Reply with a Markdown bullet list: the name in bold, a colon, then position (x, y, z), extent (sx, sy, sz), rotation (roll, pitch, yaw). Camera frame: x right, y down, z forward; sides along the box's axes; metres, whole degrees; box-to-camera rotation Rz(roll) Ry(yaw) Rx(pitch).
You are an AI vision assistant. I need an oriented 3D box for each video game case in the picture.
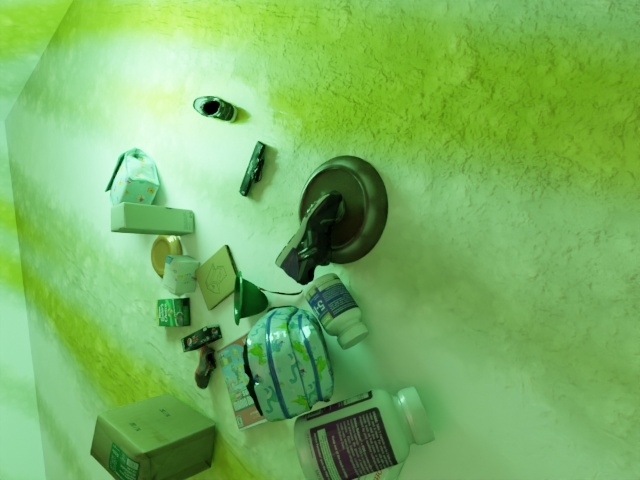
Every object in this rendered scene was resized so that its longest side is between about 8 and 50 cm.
- **video game case**: position (-0.243, 0.467, 1.441), extent (0.204, 0.025, 0.285), rotation (-33, 68, 33)

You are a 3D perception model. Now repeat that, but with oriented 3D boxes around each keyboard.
- **keyboard**: position (-0.219, -0.232, 1.451), extent (0.192, 0.038, 0.100), rotation (-67, 31, 17)

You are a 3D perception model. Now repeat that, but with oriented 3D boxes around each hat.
- **hat**: position (-0.180, 0.193, 1.406), extent (0.208, 0.183, 0.173), rotation (-130, 45, -65)

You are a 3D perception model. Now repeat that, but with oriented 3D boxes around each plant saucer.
- **plant saucer**: position (-0.633, 0.061, 1.758), extent (0.199, 0.037, 0.200), rotation (-1, 88, 39)
- **plant saucer**: position (0.044, -0.089, 1.219), extent (0.310, 0.050, 0.311), rotation (-3, 86, 39)

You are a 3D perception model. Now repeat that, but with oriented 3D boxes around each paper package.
- **paper package**: position (-0.583, 0.703, 1.521), extent (0.324, 0.309, 0.168), rotation (11, 96, 37)

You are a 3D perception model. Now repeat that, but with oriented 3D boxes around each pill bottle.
- **pill bottle**: position (0.045, 0.192, 1.165), extent (0.112, 0.112, 0.187), rotation (-48, 61, 26)
- **pill bottle**: position (0.102, 0.452, 1.013), extent (0.301, 0.169, 0.170), rotation (-20, 74, 3)

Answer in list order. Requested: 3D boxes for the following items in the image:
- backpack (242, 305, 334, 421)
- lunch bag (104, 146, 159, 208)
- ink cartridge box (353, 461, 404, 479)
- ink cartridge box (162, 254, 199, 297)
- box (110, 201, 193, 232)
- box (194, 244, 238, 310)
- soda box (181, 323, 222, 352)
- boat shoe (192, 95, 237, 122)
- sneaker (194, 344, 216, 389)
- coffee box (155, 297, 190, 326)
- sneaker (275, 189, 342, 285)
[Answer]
- **backpack**: position (-0.082, 0.313, 1.115), extent (0.273, 0.355, 0.291), rotation (-12, 82, 14)
- **lunch bag**: position (-0.801, -0.244, 1.830), extent (0.223, 0.160, 0.262), rotation (-54, 47, 27)
- **ink cartridge box**: position (0.095, 0.575, 1.127), extent (0.203, 0.085, 0.148), rotation (27, 104, 37)
- **ink cartridge box**: position (-0.532, 0.136, 1.640), extent (0.092, 0.089, 0.143), rotation (19, 101, 38)
- **box**: position (-0.615, -0.073, 1.596), extent (0.113, 0.275, 0.094), rotation (-10, 81, 38)
- **box**: position (-0.369, 0.135, 1.555), extent (0.201, 0.021, 0.165), rotation (-37, 67, 31)
- **soda box**: position (-0.434, 0.356, 1.573), extent (0.168, 0.060, 0.053), rotation (-29, 72, 33)
- **boat shoe**: position (-0.400, -0.487, 1.568), extent (0.233, 0.079, 0.084), rotation (26, 106, 38)
- **sneaker**: position (-0.409, 0.461, 1.552), extent (0.064, 0.061, 0.158), rotation (4, 92, 32)
- **coffee box**: position (-0.584, 0.284, 1.707), extent (0.184, 0.040, 0.113), rotation (-7, 84, 38)
- **sneaker**: position (0.000, 0.000, 1.173), extent (0.124, 0.107, 0.283), rotation (42, 118, 16)
